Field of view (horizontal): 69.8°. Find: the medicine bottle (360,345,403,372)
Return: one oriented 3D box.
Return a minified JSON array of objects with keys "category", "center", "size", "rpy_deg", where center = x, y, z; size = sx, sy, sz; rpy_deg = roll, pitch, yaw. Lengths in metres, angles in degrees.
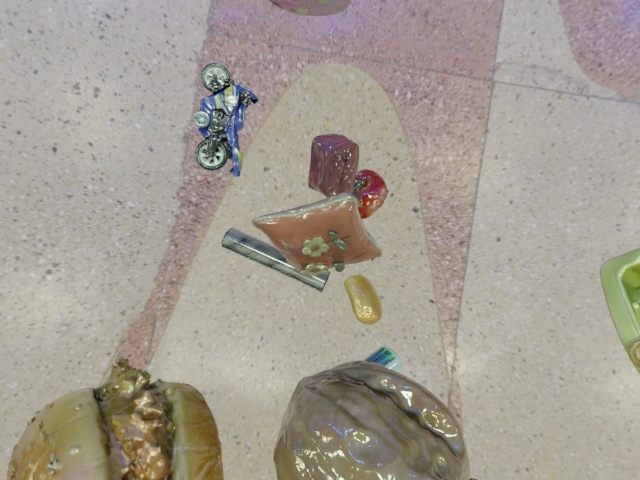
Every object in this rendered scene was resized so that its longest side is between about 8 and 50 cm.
[{"category":"medicine bottle","center":[0.191,0.500,1.736],"size":[0.229,0.121,0.083],"rpy_deg":[-31,119,-19]}]

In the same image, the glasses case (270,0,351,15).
[{"category":"glasses case","center":[-0.031,-0.449,0.785],"size":[0.076,0.316,0.123],"rpy_deg":[-36,96,32]}]

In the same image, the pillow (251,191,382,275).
[{"category":"pillow","center":[0.000,0.000,0.749],"size":[0.172,0.179,0.075],"rpy_deg":[-12,56,16]}]

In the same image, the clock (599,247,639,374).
[{"category":"clock","center":[0.449,0.132,0.578],"size":[0.170,0.069,0.231],"rpy_deg":[23,51,-28]}]

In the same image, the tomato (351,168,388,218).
[{"category":"tomato","center":[0.159,-0.205,1.895],"size":[0.228,0.228,0.101],"rpy_deg":[-45,133,-1]}]

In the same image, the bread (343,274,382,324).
[{"category":"bread","center":[0.184,0.236,1.881],"size":[0.098,0.147,0.217],"rpy_deg":[-32,64,25]}]

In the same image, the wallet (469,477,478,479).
[{"category":"wallet","center":[0.288,0.565,0.838],"size":[0.161,0.042,0.195],"rpy_deg":[-36,88,-32]}]

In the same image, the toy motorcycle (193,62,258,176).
[{"category":"toy motorcycle","center":[-0.265,-0.340,1.303],"size":[0.169,0.113,0.314],"rpy_deg":[4,92,-8]}]

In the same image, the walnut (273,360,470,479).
[{"category":"walnut","center":[0.063,0.287,0.609],"size":[0.273,0.273,0.226],"rpy_deg":[31,123,-2]}]

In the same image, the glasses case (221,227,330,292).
[{"category":"glasses case","center":[-0.119,0.052,1.258],"size":[0.300,0.114,0.060],"rpy_deg":[24,96,1]}]

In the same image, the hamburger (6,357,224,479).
[{"category":"hamburger","center":[-0.308,0.332,0.693],"size":[0.269,0.446,0.286],"rpy_deg":[7,91,-35]}]

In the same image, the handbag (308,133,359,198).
[{"category":"handbag","center":[0.047,-0.258,1.615],"size":[0.147,0.135,0.224],"rpy_deg":[-20,132,-36]}]
